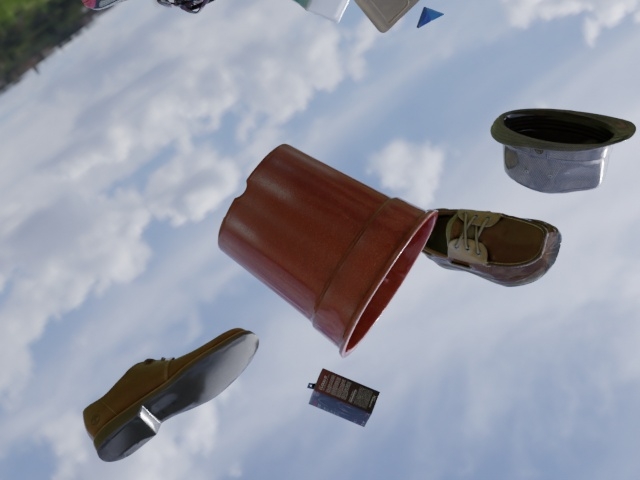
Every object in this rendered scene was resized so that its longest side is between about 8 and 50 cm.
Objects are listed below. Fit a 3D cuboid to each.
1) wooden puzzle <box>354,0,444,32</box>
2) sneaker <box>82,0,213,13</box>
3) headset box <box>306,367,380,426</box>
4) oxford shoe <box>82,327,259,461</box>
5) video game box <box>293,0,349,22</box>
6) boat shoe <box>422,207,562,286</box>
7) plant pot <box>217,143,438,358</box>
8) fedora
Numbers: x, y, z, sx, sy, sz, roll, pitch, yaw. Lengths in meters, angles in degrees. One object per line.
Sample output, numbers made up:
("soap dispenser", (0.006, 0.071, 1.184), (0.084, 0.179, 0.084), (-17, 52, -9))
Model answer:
("wooden puzzle", (0.066, -0.250, 1.284), (0.079, 0.116, 0.014), (-36, -155, -3))
("sneaker", (-0.207, -0.375, 1.884), (0.299, 0.112, 0.121), (-23, -145, -35))
("headset box", (0.024, 0.187, 1.579), (0.062, 0.083, 0.032), (108, 4, -66))
("oxford shoe", (-0.166, 0.149, 1.433), (0.212, 0.076, 0.076), (-32, -128, -11))
("video game box", (0.001, -0.331, 1.249), (0.187, 0.048, 0.205), (43, -70, 51))
("boat shoe", (0.265, 0.004, 2.248), (0.324, 0.120, 0.122), (2, -108, 55))
("plant pot", (0.000, 0.000, 2.063), (0.272, 0.265, 0.272), (-55, 169, -15))
("fedora", (0.459, -0.166, 2.530), (0.276, 0.124, 0.243), (7, -156, 15))
